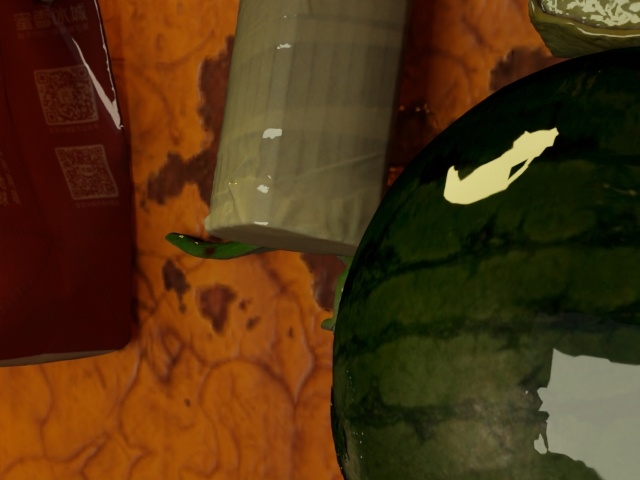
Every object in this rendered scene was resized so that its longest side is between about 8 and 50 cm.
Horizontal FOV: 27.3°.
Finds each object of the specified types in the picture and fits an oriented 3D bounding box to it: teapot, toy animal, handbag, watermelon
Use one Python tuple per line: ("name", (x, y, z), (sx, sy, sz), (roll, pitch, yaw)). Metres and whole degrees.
("teapot", (-0.005, -0.096, 0.628), (0.107, 0.077, 0.200), (176, 104, -66))
("toy animal", (0.001, 0.016, 0.666), (0.216, 0.041, 0.075), (-10, 74, 37))
("handbag", (-0.204, -0.080, 0.744), (0.171, 0.151, 0.298), (2, 89, 30))
("watermelon", (0.122, 0.048, 0.473), (0.242, 0.242, 0.242), (4, 97, 34))

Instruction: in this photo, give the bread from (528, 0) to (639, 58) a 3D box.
("bread", (0.144, -0.135, 0.542), (0.156, 0.064, 0.118), (0, 90, 35))
